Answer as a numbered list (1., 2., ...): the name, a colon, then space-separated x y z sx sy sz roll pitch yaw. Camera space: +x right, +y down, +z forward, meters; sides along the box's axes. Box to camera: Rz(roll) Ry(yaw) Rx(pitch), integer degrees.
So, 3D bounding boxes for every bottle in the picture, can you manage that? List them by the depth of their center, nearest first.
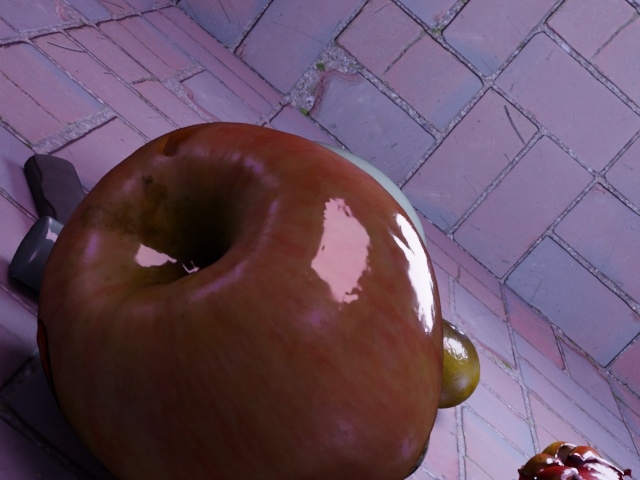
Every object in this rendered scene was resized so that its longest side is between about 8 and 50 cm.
1. bottle: -0.218 0.076 1.318 0.286 0.082 0.082 34 16 -25

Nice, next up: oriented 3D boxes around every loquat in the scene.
1. loquat: 0.187 0.202 1.878 0.195 0.152 0.152 23 22 -30

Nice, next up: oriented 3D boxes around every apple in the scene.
1. apple: -0.064 0.092 1.108 0.346 0.391 0.391 55 0 -45

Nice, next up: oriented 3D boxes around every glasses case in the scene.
1. glasses case: -0.331 -0.045 1.473 0.072 0.042 0.191 20 24 -36

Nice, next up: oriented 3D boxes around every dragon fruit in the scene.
1. dragon fruit: 0.349 0.388 1.544 0.243 0.227 0.307 85 9 -54

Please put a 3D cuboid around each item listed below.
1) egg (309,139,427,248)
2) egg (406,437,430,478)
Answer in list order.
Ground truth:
1. egg: 0.000 0.000 1.712 0.388 0.276 0.276 27 20 -36
2. egg: 0.047 0.218 1.405 0.228 0.177 0.177 46 8 -38
